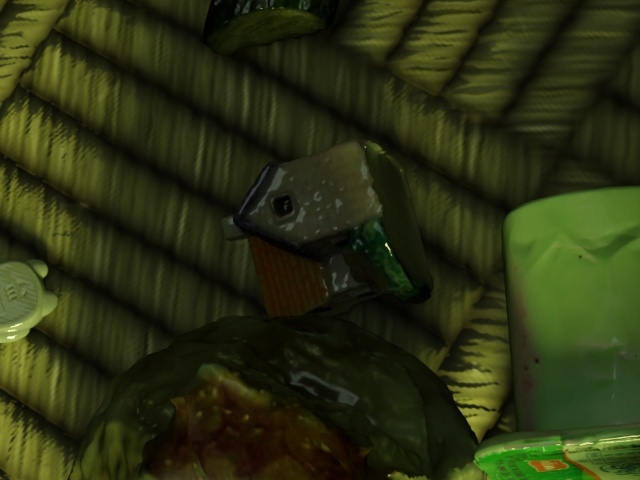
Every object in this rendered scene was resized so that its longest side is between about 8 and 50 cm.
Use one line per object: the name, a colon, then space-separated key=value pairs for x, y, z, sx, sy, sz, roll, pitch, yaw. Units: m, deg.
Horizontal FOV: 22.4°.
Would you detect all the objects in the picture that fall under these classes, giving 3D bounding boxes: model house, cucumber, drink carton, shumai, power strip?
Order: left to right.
power strip: x=-0.204 y=0.042 z=1.005 sx=0.083 sy=0.035 sz=0.055 roll=-21 pitch=73 yaw=-4
shumai: x=-0.062 y=0.145 z=0.832 sx=0.261 sy=0.222 sz=0.225 roll=-37 pitch=66 yaw=22
cucumber: x=-0.002 y=-0.236 z=0.986 sx=0.077 sy=0.077 sz=0.265 roll=12 pitch=81 yaw=17
model house: x=0.000 y=0.000 z=0.918 sx=0.100 sy=0.101 sz=0.087 roll=-16 pitch=76 yaw=12
drink carton: x=0.157 y=0.054 z=0.851 sx=0.144 sy=0.146 sz=0.142 roll=-6 pitch=68 yaw=14
